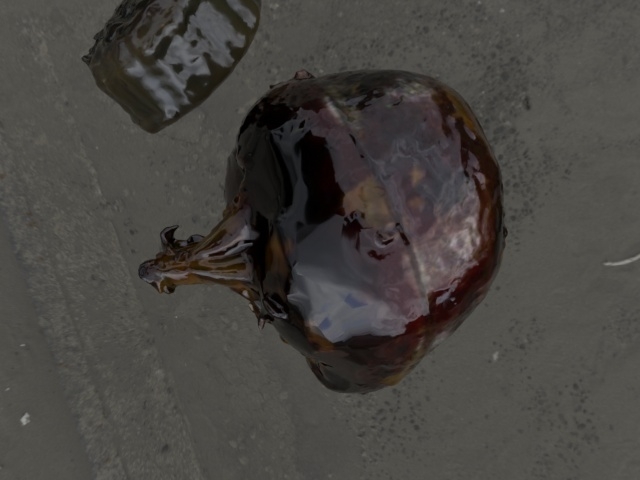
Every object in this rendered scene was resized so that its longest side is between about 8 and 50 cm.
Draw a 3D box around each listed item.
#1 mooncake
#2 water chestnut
[{"bbox_3d":[-0.178,-0.247,0.597,0.124,0.228,0.228,41,71,-36],"label":"mooncake"},{"bbox_3d":[0.000,0.000,0.510,0.347,0.335,0.335,-23,88,-22],"label":"water chestnut"}]
